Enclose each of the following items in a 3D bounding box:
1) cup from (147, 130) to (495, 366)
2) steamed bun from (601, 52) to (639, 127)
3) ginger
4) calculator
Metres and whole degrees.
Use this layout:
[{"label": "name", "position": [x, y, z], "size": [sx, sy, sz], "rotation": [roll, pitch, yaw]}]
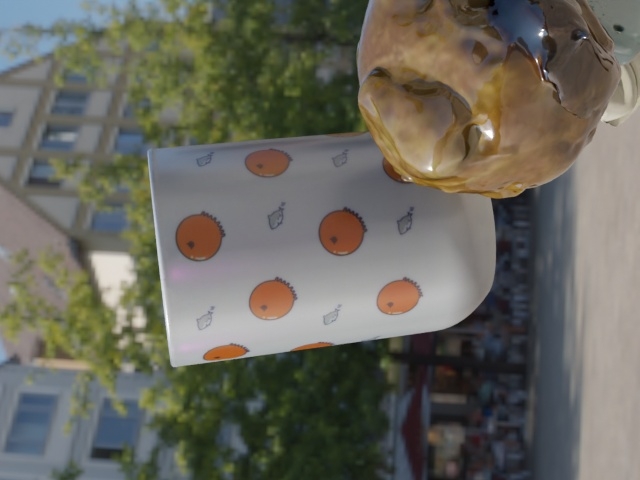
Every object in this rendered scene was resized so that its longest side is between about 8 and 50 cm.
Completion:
[{"label": "cup", "position": [0.000, 0.000, 1.235], "size": [0.212, 0.317, 0.212], "rotation": [174, 90, -84]}, {"label": "steamed bun", "position": [0.305, -0.219, 1.495], "size": [0.106, 0.183, 0.183], "rotation": [-58, 1, 14]}, {"label": "ginger", "position": [0.127, -0.165, 1.077], "size": [0.200, 0.223, 0.269], "rotation": [9, -133, -56]}, {"label": "calculator", "position": [0.264, -0.260, 1.269], "size": [0.246, 0.141, 0.045], "rotation": [-69, 1, -47]}]
